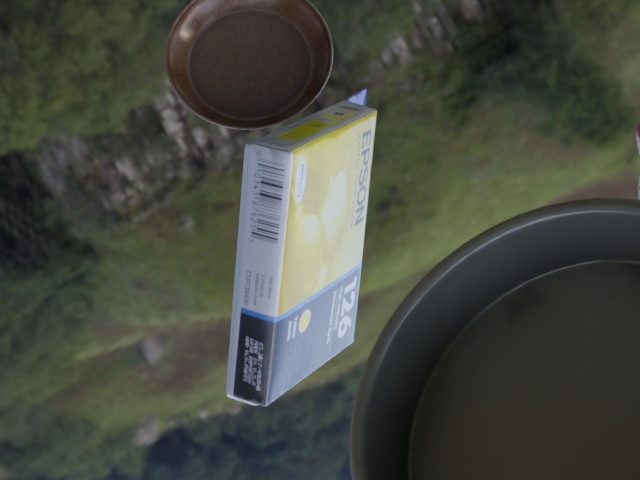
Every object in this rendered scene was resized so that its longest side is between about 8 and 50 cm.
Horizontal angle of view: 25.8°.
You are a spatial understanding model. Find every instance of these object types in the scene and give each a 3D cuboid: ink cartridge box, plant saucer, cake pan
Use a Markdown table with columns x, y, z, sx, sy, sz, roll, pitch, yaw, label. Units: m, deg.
| x | y | z | sx | sy | sz | roll | pitch | yaw | label |
| --- | --- | --- | --- | --- | --- | --- | --- | --- | --- |
| 0.000 | 0.000 | 1.622 | 0.072 | 0.303 | 0.307 | 15 | -157 | 26 | ink cartridge box |
| -0.084 | -0.214 | 1.650 | 0.199 | 0.198 | 0.036 | -30 | 162 | -10 | plant saucer |
| 0.158 | 0.109 | 0.885 | 0.293 | 0.054 | 0.293 | -18 | -129 | 24 | cake pan |

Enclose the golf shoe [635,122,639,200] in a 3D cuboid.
| x | y | z | sx | sy | sz | roll | pitch | yaw | label |
| --- | --- | --- | --- | --- | --- | --- | --- | --- | --- |
| 0.388 | -0.039 | 1.210 | 0.306 | 0.140 | 0.115 | -1 | -166 | -29 | golf shoe |
